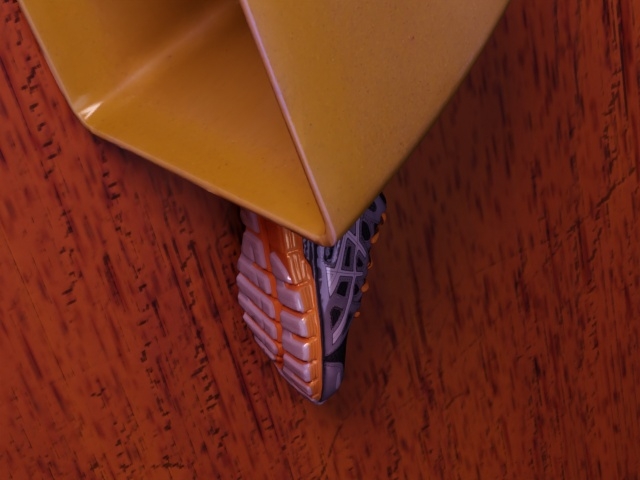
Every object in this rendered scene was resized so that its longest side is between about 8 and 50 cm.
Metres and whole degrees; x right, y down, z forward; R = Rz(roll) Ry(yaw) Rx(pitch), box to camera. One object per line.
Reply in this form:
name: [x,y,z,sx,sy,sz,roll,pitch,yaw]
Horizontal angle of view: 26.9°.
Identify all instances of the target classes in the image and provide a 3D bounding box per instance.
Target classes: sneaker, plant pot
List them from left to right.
plant pot: [-0.024,-0.160,0.600,0.187,0.212,0.212,-40,130,-23]
sneaker: [0.000,0.000,0.773,0.083,0.084,0.215,-19,123,-27]
